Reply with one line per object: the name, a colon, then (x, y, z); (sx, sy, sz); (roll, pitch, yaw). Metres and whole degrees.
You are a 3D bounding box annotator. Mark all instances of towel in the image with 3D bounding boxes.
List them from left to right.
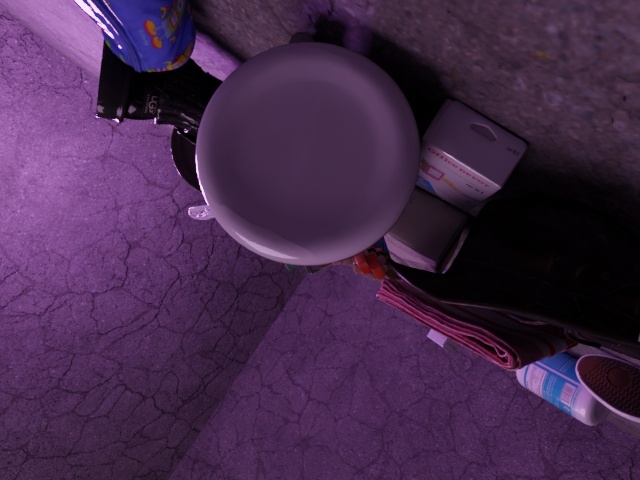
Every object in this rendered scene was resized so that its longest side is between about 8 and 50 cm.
towel: (-0.127, -0.094, 0.984); (0.210, 0.034, 0.285); (-1, -166, 43)
towel: (0.283, 0.102, 0.686); (0.329, 0.037, 0.237); (-2, -162, -39)

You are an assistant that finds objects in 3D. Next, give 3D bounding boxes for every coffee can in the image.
coffee can: (-0.225, -0.197, 0.989); (0.202, 0.201, 0.275); (35, 176, -17)

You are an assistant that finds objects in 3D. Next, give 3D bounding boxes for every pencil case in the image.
pencil case: (-0.205, -0.274, 0.449); (0.120, 0.132, 0.306); (18, 179, -9)

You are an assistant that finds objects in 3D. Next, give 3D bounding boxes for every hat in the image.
hat: (0.247, 0.031, 0.483); (0.332, 0.133, 0.331); (18, -179, 0)

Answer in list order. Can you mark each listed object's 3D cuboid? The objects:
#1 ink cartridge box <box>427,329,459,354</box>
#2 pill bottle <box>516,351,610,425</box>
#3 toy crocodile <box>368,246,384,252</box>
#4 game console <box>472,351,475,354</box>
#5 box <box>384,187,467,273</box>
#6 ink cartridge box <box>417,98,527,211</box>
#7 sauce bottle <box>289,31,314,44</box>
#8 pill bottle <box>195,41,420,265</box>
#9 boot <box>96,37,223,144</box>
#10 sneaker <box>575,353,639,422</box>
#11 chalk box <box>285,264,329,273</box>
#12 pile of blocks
ink cartridge box: (0.465, 0.296, 1.537); (0.072, 0.175, 0.127); (30, 174, 41)
pill bottle: (0.660, 0.380, 1.225); (0.146, 0.146, 0.264); (37, 176, -35)
toy crocodile: (0.103, -0.003, 1.317); (0.341, 0.115, 0.105); (34, 171, -32)
game console: (0.471, 0.252, 1.093); (0.124, 0.144, 0.085); (34, -145, -8)
box: (0.192, 0.002, 0.818); (0.113, 0.094, 0.275); (32, 176, 19)
ink cartridge box: (0.147, -0.084, 0.464); (0.089, 0.052, 0.122); (34, 175, 7)
sauce bottle: (-0.025, -0.200, 0.514); (0.042, 0.042, 0.128); (34, 178, -2)
pill bottle: (0.000, -0.073, 0.564); (0.210, 0.210, 0.363); (33, -179, 6)
boot: (-0.231, -0.267, 0.750); (0.261, 0.131, 0.347); (6, -141, -28)
sneaker: (0.678, 0.341, 0.900); (0.290, 0.105, 0.123); (29, 171, 38)
chalk box: (0.000, 0.000, 1.123); (0.132, 0.213, 0.132); (64, -175, 0)
pile of blocks: (0.088, 0.010, 0.989); (0.363, 0.148, 0.112); (29, -172, 2)
